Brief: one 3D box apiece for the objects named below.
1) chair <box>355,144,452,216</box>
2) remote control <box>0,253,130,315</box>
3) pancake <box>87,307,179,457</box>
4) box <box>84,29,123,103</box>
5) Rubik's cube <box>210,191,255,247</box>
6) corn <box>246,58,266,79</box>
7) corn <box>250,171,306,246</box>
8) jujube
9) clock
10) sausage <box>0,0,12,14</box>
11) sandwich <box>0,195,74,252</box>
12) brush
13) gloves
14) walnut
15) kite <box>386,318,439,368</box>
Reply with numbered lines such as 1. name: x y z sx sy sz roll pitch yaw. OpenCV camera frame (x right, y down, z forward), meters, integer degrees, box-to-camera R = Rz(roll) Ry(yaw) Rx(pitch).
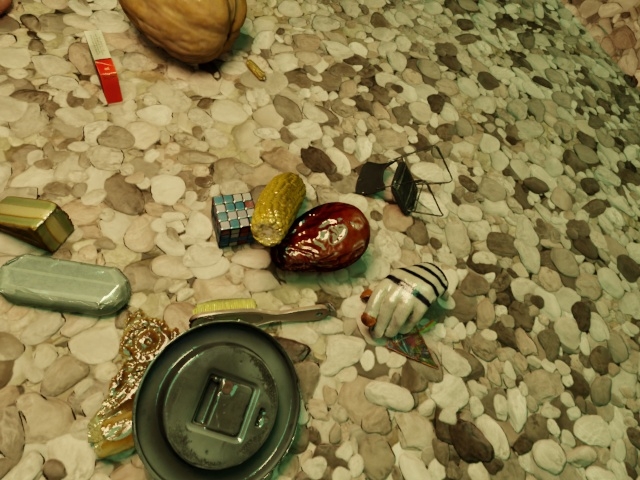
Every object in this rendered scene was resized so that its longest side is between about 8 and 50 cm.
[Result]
1. chair: 0.228 -0.152 1.175 0.145 0.221 0.140 52 49 -38
2. remote control: -0.516 0.088 0.857 0.247 0.052 0.104 9 60 -9
3. pancake: -0.339 0.247 0.821 0.266 0.057 0.244 -23 74 -29
4. box: -0.555 -0.444 1.086 0.048 0.100 0.152 -17 70 -21
5. Rubik's cube: -0.202 -0.048 0.994 0.092 0.092 0.092 -11 67 -21
6. corn: -0.191 -0.511 1.271 0.028 0.027 0.083 -38 78 -8
7. corn: -0.097 -0.086 0.985 0.101 0.101 0.310 26 27 -3
8. jujube: 0.000 0.000 0.993 0.236 0.168 0.168 -20 71 -19
9. clock: -0.187 0.304 0.792 0.312 0.061 0.312 7 74 -26
10. sausage: -0.951 -0.538 1.028 0.088 0.088 0.433 43 61 7
11. sandwich: -0.611 -0.057 0.864 0.163 0.113 0.079 26 60 -2
12. brush: -0.128 0.152 0.934 0.313 0.072 0.067 -2 51 -18
13. gloves: 0.189 0.133 0.994 0.218 0.131 0.140 -23 63 -33
14. walnut: -0.380 -0.653 1.139 0.344 0.306 0.306 30 59 -2
15. kite: 0.223 0.229 1.029 0.159 0.010 0.190 -15 69 -24
